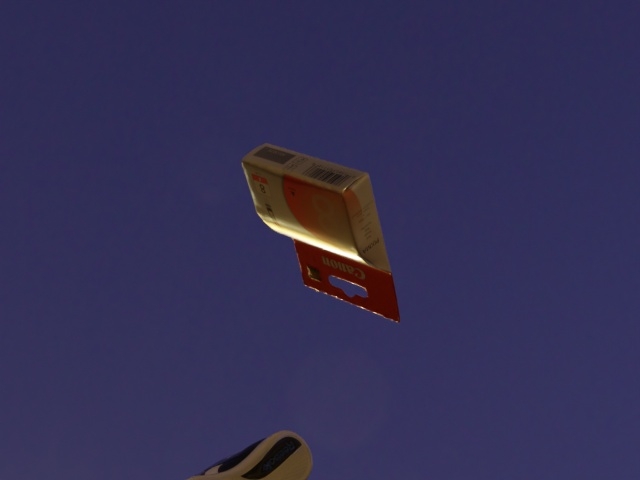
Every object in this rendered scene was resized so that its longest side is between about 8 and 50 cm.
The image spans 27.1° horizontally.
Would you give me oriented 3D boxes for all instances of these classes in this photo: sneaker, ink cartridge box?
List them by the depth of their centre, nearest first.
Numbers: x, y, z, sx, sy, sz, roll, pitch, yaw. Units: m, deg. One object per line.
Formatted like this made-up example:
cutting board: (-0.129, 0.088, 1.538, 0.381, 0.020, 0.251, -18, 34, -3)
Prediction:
ink cartridge box: (0.000, 0.000, 1.316, 0.145, 0.045, 0.179, 20, -47, 42)
sneaker: (-0.112, 0.270, 1.325, 0.121, 0.217, 0.079, -35, -98, 46)
